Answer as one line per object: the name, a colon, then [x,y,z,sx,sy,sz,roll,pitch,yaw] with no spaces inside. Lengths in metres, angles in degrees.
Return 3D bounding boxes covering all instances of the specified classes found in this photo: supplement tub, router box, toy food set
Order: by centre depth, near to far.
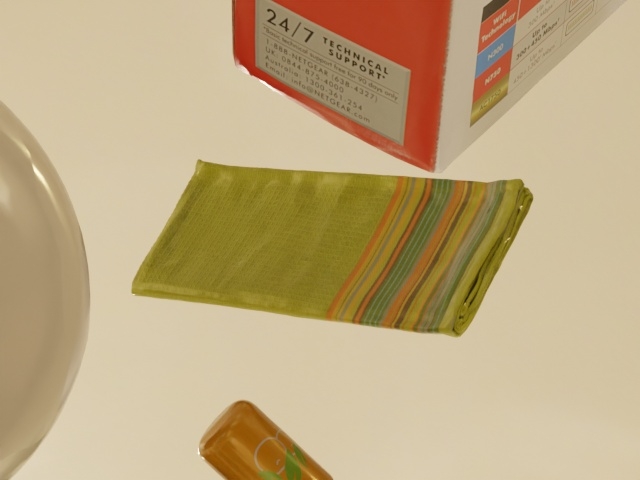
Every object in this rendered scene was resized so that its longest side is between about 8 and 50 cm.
router box: [0.110,-0.230,0.567,0.082,0.301,0.335,31,-127,24]
supplement tub: [-0.268,0.036,0.930,0.316,0.228,0.228,-14,-112,61]
toy food set: [-0.064,0.196,0.937,0.104,0.232,0.111,42,-54,-8]

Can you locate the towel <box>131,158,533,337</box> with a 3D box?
towel: [0.000,0.000,1.078,0.237,0.021,0.102,6,-127,38]
